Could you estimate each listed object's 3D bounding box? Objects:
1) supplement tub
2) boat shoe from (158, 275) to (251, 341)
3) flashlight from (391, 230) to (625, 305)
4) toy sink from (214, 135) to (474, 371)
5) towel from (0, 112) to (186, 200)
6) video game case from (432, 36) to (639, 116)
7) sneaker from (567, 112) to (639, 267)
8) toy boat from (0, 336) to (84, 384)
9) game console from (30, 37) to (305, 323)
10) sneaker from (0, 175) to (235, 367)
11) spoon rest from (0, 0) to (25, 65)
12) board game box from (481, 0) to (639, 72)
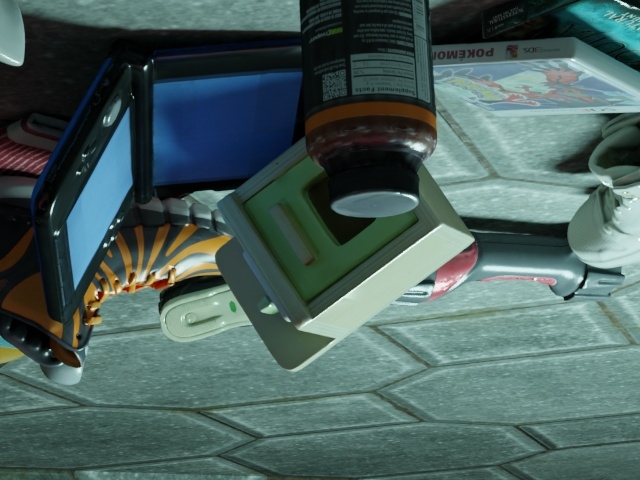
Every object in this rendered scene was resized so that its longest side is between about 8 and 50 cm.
[{"bbox_3d":[0.037,-0.121,1.438,0.106,0.197,0.106,-2,165,-1],"label":"supplement tub"},{"bbox_3d":[-0.092,0.069,2.349,0.233,0.084,0.079,-9,-158,-4],"label":"boat shoe"},{"bbox_3d":[0.211,0.033,2.194,0.304,0.103,0.103,4,-171,-25],"label":"flashlight"},{"bbox_3d":[0.000,0.000,1.755,0.234,0.152,0.131,-36,163,13],"label":"toy sink"},{"bbox_3d":[-0.294,-0.055,1.919,0.237,0.037,0.329,13,156,-38],"label":"towel"},{"bbox_3d":[0.189,-0.142,1.630,0.183,0.023,0.201,1,171,35],"label":"video game case"},{"bbox_3d":[0.316,-0.065,1.875,0.169,0.108,0.292,11,150,-34],"label":"sneaker"},{"bbox_3d":[-0.363,0.090,2.139,0.268,0.148,0.318,11,179,30],"label":"toy boat"},{"bbox_3d":[-0.130,-0.049,1.681,0.173,0.250,0.293,23,157,6],"label":"game console"},{"bbox_3d":[-0.217,0.048,1.891,0.321,0.180,0.124,7,159,-23],"label":"sneaker"},{"bbox_3d":[-0.347,-0.180,1.423,0.276,0.084,0.137,4,168,27],"label":"spoon rest"},{"bbox_3d":[0.245,-0.180,1.576,0.186,0.026,0.126,13,158,-43],"label":"board game box"}]
